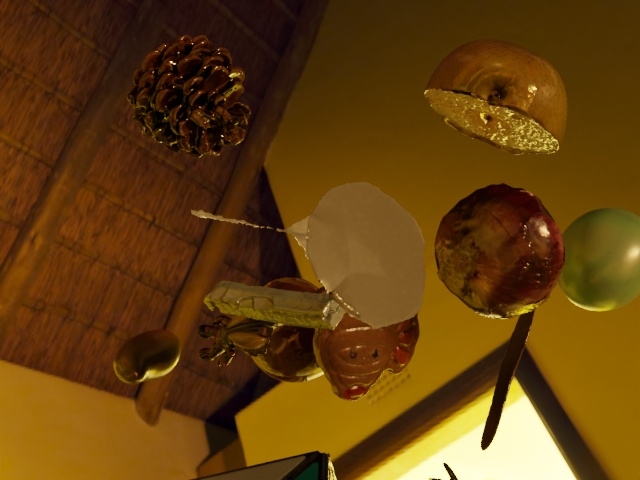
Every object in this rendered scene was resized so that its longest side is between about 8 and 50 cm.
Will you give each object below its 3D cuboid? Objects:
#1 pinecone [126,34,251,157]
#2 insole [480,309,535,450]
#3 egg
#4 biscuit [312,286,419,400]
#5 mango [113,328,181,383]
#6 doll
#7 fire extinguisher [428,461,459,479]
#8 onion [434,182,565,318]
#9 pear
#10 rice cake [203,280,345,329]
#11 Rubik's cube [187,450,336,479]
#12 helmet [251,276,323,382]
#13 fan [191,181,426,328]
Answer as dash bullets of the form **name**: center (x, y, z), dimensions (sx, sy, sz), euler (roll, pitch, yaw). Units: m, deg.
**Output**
- **pinecone**: center (-0.265, -0.283, 1.271), dimensions (0.244, 0.257, 0.243), euler (-10, -39, -9)
- **insole**: center (0.373, 0.261, 1.250), dimensions (0.007, 0.327, 0.111), euler (23, -21, 5)
- **egg**: center (0.672, 0.045, 1.487), dimensions (0.269, 0.220, 0.220), euler (-53, -38, -25)
- **biscuit**: center (0.121, 0.250, 1.711), dimensions (0.359, 0.074, 0.381), euler (8, -88, -29)
- **mango**: center (-0.508, 0.337, 1.821), dimensions (0.129, 0.146, 0.289), euler (-41, -11, 13)
- **doll**: center (-0.192, 0.220, 1.478), dimensions (0.249, 0.127, 0.088), euler (-15, 7, 32)
- **fire extinguisher**: center (0.224, 0.622, 1.341), dimensions (0.311, 0.114, 0.095), euler (-60, -19, 15)
- **onion**: center (0.337, 0.018, 1.169), dimensions (0.219, 0.252, 0.252), euler (-16, -39, -40)
- **pear**: center (0.434, -0.354, 1.487), dimensions (0.191, 0.340, 0.386), euler (-65, -9, 2)
- **rice cake**: center (-0.103, 0.130, 1.289), dimensions (0.336, 0.066, 0.063), euler (2, -50, 35)
- **Rubik's cube**: center (-0.076, 0.493, 0.901), dimensions (0.247, 0.250, 0.248), euler (-14, -73, 5)
- **helmet**: center (-0.115, 0.310, 1.974), dimensions (0.230, 0.385, 0.337), euler (-38, -52, -39)
- **fan**: center (-0.001, 0.000, 0.706), dimensions (0.310, 0.182, 0.010), euler (14, -25, -29)
